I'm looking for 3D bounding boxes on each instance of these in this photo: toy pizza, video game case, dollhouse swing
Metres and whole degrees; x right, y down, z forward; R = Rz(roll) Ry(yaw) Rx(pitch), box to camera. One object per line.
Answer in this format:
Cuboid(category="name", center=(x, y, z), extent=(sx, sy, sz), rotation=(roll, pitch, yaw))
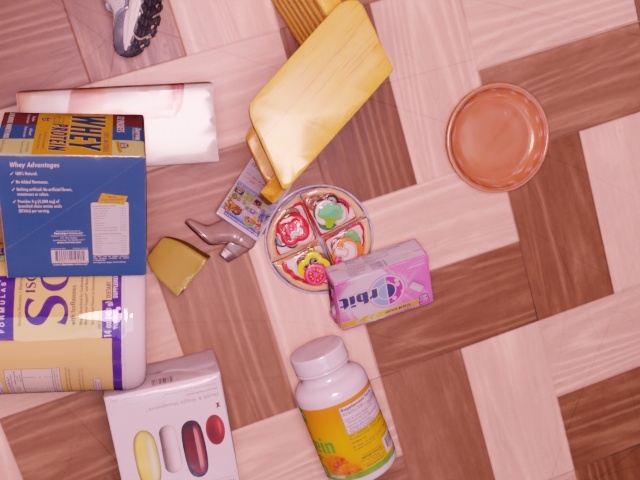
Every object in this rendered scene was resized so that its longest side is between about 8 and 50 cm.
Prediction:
Cuboid(category="toy pizza", center=(0.000, 0.000, 1.477), extent=(0.201, 0.032, 0.201), rotation=(-2, 99, -11))
Cuboid(category="video game case", center=(-0.115, -0.073, 1.433), extent=(0.087, 0.011, 0.122), rotation=(35, 73, -15))
Cuboid(category="dollhouse swing", center=(-0.083, -0.271, 1.258), extent=(0.305, 0.347, 0.315), rotation=(42, 88, -6))

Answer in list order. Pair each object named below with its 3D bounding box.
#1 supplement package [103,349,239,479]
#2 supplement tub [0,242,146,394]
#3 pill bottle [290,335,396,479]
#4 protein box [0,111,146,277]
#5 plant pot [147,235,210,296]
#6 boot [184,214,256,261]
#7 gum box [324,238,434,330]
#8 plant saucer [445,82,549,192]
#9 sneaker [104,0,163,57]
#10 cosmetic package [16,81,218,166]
Cuboid(category="supplement package", center=(-0.255, 0.321, 1.415), extent=(0.194, 0.149, 0.203), rotation=(-12, 100, -10))
Cuboid(category="supplement tub", center=(-0.443, 0.121, 1.296), extent=(0.331, 0.241, 0.241), rotation=(0, 99, -12))
Cuboid(category="pill bottle", center=(0.035, 0.302, 1.479), extent=(0.136, 0.136, 0.245), rotation=(-23, 103, -7))
Cuboid(category="protein box", center=(-0.354, -0.066, 1.194), extent=(0.200, 0.136, 0.201), rotation=(-1, 123, -13))
Cuboid(category="plant pot", center=(-0.249, 0.037, 1.409), extent=(0.083, 0.081, 0.081), rotation=(37, 90, -3))
Cuboid(category="boot", center=(-0.166, -0.023, 1.438), extent=(0.118, 0.042, 0.087), rotation=(43, 82, -16))
Cuboid(category="gum box", center=(0.101, 0.081, 1.479), extent=(0.188, 0.062, 0.107), rotation=(-17, 123, -9))
Cuboid(category="plant saucer", center=(0.321, -0.188, 1.511), extent=(0.200, 0.037, 0.200), rotation=(-2, 99, -12))
Cuboid(category="sneaker", center=(-0.319, -0.437, 1.318), extent=(0.122, 0.110, 0.283), rotation=(6, 96, 5))
Cuboid(category="cosmetic package", center=(-0.319, -0.184, 1.320), extent=(0.296, 0.153, 0.129), rotation=(-5, 101, -12))
